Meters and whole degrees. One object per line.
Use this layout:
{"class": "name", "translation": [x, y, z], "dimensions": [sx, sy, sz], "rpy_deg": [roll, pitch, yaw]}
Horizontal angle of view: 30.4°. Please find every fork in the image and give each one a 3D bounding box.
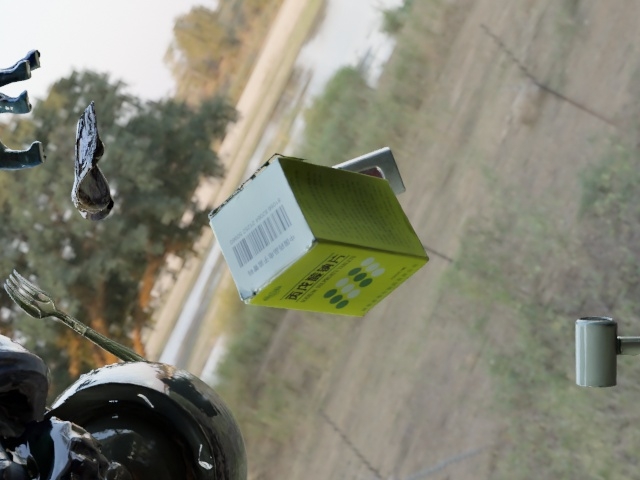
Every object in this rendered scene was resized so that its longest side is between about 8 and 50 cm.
{"class": "fork", "translation": [-0.281, 0.110, 1.398], "dimensions": [0.034, 0.219, 0.028], "rpy_deg": [-54, 7, 3]}

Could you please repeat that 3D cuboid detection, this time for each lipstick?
{"class": "lipstick", "translation": [0.001, -0.068, 1.836], "dimensions": [0.252, 0.079, 0.077], "rpy_deg": [-20, 3, -1]}

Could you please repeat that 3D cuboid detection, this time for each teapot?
{"class": "teapot", "translation": [-0.200, 0.189, 1.114], "dimensions": [0.223, 0.305, 0.285], "rpy_deg": [-29, -4, -7]}

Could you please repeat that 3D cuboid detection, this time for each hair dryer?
{"class": "hair dryer", "translation": [0.297, 0.103, 1.090], "dimensions": [0.038, 0.124, 0.063], "rpy_deg": [-144, 54, -83]}

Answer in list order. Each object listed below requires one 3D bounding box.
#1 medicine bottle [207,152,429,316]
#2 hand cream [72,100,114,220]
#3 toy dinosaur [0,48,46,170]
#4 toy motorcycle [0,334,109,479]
{"class": "medicine bottle", "translation": [0.000, 0.000, 1.493], "dimensions": [0.137, 0.250, 0.141], "rpy_deg": [-39, 62, 29]}
{"class": "hand cream", "translation": [-0.210, -0.063, 1.070], "dimensions": [0.163, 0.039, 0.062], "rpy_deg": [109, 163, -67]}
{"class": "toy dinosaur", "translation": [-0.354, -0.141, 1.242], "dimensions": [0.076, 0.144, 0.329], "rpy_deg": [95, 155, -69]}
{"class": "toy motorcycle", "translation": [-0.225, 0.143, 0.614], "dimensions": [0.270, 0.106, 0.159], "rpy_deg": [-29, 51, 17]}
